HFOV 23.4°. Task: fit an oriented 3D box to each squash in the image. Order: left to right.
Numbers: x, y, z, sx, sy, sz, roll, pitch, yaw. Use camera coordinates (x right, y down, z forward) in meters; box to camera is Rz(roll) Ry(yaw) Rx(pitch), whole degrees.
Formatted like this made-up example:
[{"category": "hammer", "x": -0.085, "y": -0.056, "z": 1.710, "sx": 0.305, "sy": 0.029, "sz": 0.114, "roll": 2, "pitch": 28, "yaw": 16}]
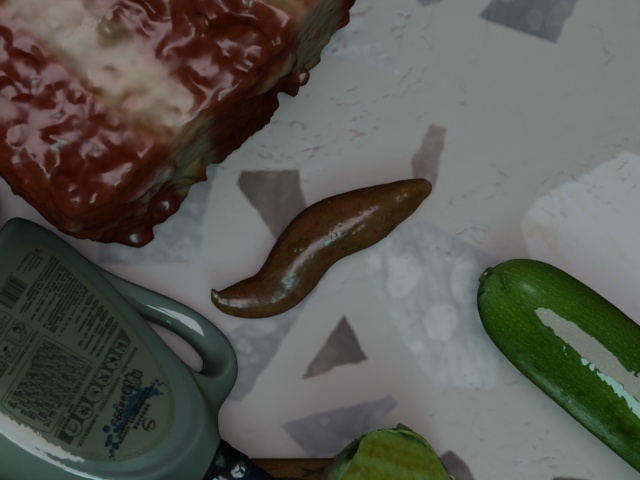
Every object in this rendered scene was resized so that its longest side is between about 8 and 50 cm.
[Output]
[{"category": "squash", "x": 0.280, "y": 0.144, "z": 1.245, "sx": 0.379, "sy": 0.101, "sz": 0.101, "roll": 41, "pitch": 85, "yaw": 0}]

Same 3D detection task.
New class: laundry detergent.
[{"category": "laundry detergent", "x": -0.159, "y": 0.118, "z": 1.195, "sx": 0.281, "sy": 0.105, "sz": 0.215, "roll": 28, "pitch": 46, "yaw": -6}]

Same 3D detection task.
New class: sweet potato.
[{"category": "sweet potato", "x": 0.001, "y": 0.001, "z": 1.265, "sx": 0.202, "sy": 0.058, "sz": 0.055, "roll": -35, "pitch": 131, "yaw": -1}]

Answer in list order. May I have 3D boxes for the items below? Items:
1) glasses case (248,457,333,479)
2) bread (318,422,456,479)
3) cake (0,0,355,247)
[{"category": "glasses case", "x": -0.065, "y": 0.209, "z": 1.250, "sx": 0.170, "sy": 0.041, "sz": 0.064, "roll": 1, "pitch": 86, "yaw": -4}, {"category": "bread", "x": 0.051, "y": 0.282, "z": 1.150, "sx": 0.045, "sy": 0.301, "sz": 0.301, "roll": -8, "pitch": 85, "yaw": 29}, {"category": "cake", "x": -0.147, "y": -0.180, "z": 1.159, "sx": 0.319, "sy": 0.269, "sz": 0.270, "roll": -45, "pitch": 89, "yaw": -4}]
